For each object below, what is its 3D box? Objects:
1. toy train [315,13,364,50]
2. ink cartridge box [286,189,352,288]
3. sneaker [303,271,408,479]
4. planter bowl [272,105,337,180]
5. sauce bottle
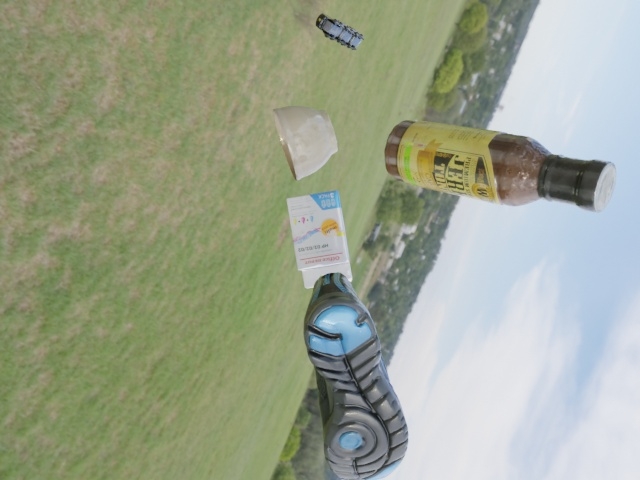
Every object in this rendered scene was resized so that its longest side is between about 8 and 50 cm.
[{"bbox_3d":[0.027,-0.294,0.786,0.027,0.036,0.158,-54,171,20],"label":"toy train"},{"bbox_3d":[0.000,0.000,1.105,0.061,0.104,0.181,33,47,-85],"label":"ink cartridge box"},{"bbox_3d":[0.053,0.207,0.822,0.139,0.125,0.341,-98,179,-66],"label":"sneaker"},{"bbox_3d":[-0.028,-0.222,1.208,0.162,0.109,0.162,161,-90,-86],"label":"planter bowl"},{"bbox_3d":[0.257,-0.114,0.849,0.111,0.344,0.111,-17,115,-41],"label":"sauce bottle"}]
